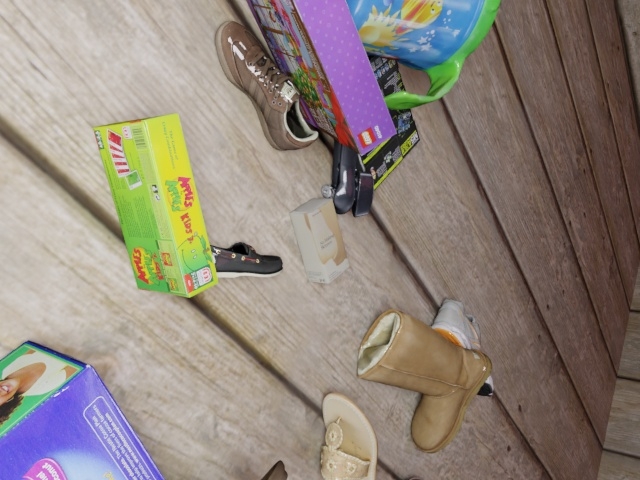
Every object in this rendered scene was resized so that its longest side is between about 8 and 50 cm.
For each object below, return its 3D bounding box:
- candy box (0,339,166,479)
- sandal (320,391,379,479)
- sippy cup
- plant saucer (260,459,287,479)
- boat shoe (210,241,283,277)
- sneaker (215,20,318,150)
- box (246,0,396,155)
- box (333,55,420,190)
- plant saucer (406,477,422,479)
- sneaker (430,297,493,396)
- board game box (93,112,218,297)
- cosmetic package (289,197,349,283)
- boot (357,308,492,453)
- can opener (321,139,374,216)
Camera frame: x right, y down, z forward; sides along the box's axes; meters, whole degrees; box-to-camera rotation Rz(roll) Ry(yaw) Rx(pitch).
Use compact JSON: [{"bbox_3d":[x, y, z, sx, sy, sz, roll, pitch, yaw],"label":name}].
[{"bbox_3d":[-0.281,0.290,0.472,0.317,0.122,0.268,-45,127,-41],"label":"candy box"},{"bbox_3d":[0.039,0.353,0.898,0.079,0.088,0.240,-45,130,-47],"label":"sandal"},{"bbox_3d":[0.091,-0.355,0.804,0.224,0.240,0.305,-12,58,-36],"label":"sippy cup"},{"bbox_3d":[-0.117,0.353,0.600,0.278,0.041,0.278,-51,173,-9],"label":"plant saucer"},{"bbox_3d":[-0.096,0.024,0.740,0.133,0.049,0.042,4,97,-47],"label":"boat shoe"},{"bbox_3d":[-0.061,-0.200,0.752,0.066,0.071,0.188,-58,133,-31],"label":"sneaker"},{"bbox_3d":[-0.025,-0.260,0.696,0.057,0.201,0.293,-32,122,-7],"label":"box"},{"bbox_3d":[0.087,-0.201,0.957,0.190,0.045,0.184,-48,129,-39],"label":"box"},{"bbox_3d":[0.154,0.531,1.097,0.168,0.029,0.168,-5,96,-52],"label":"plant saucer"},{"bbox_3d":[0.310,0.226,1.222,0.262,0.099,0.121,59,46,-36],"label":"sneaker"},{"bbox_3d":[-0.171,-0.035,0.609,0.043,0.092,0.181,-27,113,-46],"label":"board game box"},{"bbox_3d":[0.000,0.000,0.863,0.060,0.041,0.115,-38,121,-43],"label":"cosmetic package"},{"bbox_3d":[0.162,0.258,1.044,0.270,0.089,0.236,25,95,-36],"label":"boot"},{"bbox_3d":[0.039,-0.124,0.871,0.073,0.059,0.186,-12,113,-25],"label":"can opener"}]
